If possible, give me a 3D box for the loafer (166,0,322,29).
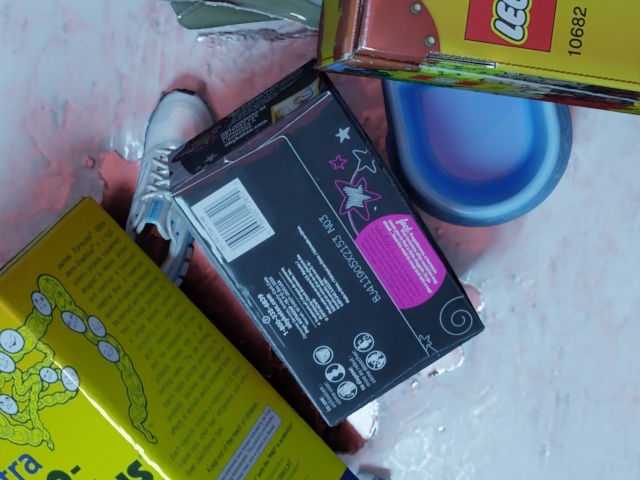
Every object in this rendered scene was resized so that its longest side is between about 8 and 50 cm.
[{"bbox_3d":[-0.082,-0.226,1.635,0.251,0.094,0.087,20,124,16],"label":"loafer"}]

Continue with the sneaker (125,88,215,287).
[{"bbox_3d":[-0.133,-0.038,1.663,0.071,0.083,0.190,10,96,4],"label":"sneaker"}]

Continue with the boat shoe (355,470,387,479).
[{"bbox_3d":[0.030,0.256,1.714,0.035,0.035,0.100,23,103,29],"label":"boat shoe"}]

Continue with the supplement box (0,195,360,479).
[{"bbox_3d":[-0.171,0.176,1.599,0.356,0.195,0.194,47,120,-5],"label":"supplement box"}]

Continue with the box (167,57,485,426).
[{"bbox_3d":[0.000,0.000,1.603,0.163,0.142,0.247,-33,106,5],"label":"box"}]

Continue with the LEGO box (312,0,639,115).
[{"bbox_3d":[0.217,-0.357,1.489,0.372,0.193,0.500,8,92,-9],"label":"LEGO box"}]

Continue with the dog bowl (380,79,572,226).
[{"bbox_3d":[0.123,-0.154,1.635,0.166,0.074,0.297,-11,96,5],"label":"dog bowl"}]
